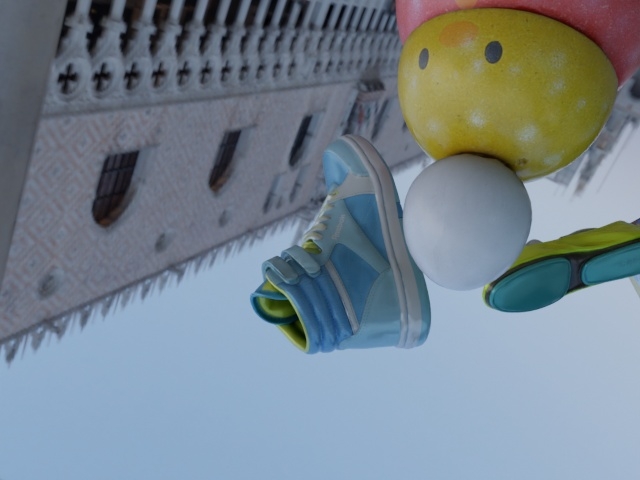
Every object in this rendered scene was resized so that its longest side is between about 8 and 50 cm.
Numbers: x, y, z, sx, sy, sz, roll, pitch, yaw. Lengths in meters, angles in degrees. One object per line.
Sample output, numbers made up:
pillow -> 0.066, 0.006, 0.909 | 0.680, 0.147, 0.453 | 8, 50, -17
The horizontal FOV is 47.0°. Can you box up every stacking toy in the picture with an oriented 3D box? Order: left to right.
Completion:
stacking toy -> 0.192, -0.177, 0.722 | 0.350, 0.480, 0.351 | 14, 160, 5

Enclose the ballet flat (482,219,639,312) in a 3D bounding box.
ballet flat -> 0.281, 0.025, 0.855 | 0.230, 0.077, 0.077 | -14, -144, -11

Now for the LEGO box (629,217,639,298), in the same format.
LEGO box -> 0.729, 0.180, 1.255 | 0.501, 0.193, 0.372 | 62, -170, 0

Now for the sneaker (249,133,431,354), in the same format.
sneaker -> 0.000, 0.000, 0.939 | 0.208, 0.127, 0.319 | -9, -123, -11
